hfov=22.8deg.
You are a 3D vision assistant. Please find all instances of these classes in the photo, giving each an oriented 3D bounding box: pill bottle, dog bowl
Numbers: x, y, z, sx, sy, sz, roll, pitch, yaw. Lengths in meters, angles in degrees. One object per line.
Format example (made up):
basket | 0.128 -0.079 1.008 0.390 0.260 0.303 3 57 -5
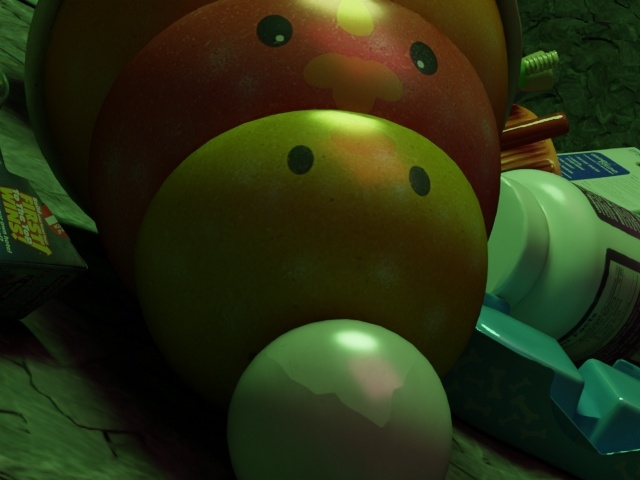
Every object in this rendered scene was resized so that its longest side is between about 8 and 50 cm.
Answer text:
pill bottle | 0.213 0.029 1.472 0.169 0.169 0.301 38 11 39
dog bowl | 0.198 0.129 1.268 0.297 0.074 0.166 27 11 -12

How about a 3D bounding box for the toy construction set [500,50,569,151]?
toy construction set | 0.094 -0.208 1.628 0.257 0.237 0.309 77 -3 -57

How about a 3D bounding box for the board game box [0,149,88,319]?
board game box | -0.223 -0.034 0.863 0.194 0.060 0.194 26 36 -51

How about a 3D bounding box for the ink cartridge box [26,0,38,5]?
ink cartridge box | -0.302 -0.319 2.026 0.190 0.082 0.139 28 11 -10

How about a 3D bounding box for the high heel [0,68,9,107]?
high heel | -0.294 -0.100 1.026 0.186 0.093 0.261 27 18 -43

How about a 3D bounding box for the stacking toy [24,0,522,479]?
stacking toy | 0.000 0.000 0.960 0.350 0.350 0.480 23 29 -25

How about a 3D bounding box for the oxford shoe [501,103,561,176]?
oxford shoe | 0.156 -0.083 1.719 0.130 0.133 0.364 -13 30 -15

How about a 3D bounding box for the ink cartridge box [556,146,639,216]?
ink cartridge box | 0.280 -0.044 1.898 0.371 0.069 0.176 -8 29 -26
